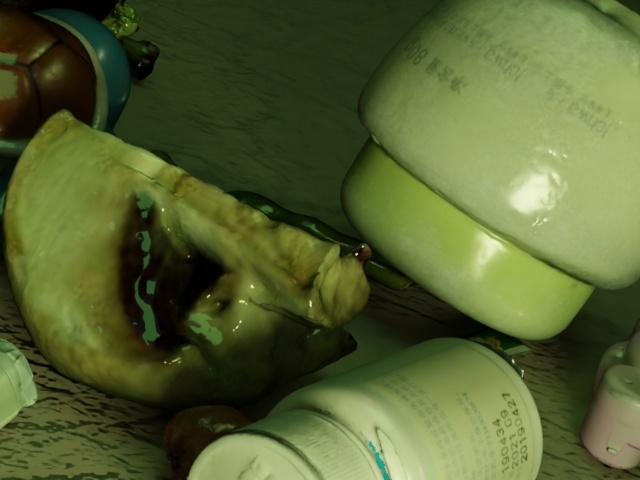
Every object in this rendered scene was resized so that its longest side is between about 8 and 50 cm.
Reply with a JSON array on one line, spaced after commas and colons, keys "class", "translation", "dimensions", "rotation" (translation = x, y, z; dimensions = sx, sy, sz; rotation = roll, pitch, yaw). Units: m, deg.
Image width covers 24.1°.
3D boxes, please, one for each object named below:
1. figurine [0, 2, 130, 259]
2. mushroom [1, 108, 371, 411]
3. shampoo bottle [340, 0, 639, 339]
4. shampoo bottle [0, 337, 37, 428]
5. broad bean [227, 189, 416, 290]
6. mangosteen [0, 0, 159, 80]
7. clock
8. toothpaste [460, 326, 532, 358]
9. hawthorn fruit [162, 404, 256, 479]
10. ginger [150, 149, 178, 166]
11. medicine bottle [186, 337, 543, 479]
[{"class": "figurine", "translation": [-0.308, -0.118, 1.331], "dimensions": [0.298, 0.243, 0.416], "rotation": [14, 0, 11]}, {"class": "mushroom", "translation": [-0.103, 0.054, 1.185], "dimensions": [0.292, 0.212, 0.217], "rotation": [16, -25, 21]}, {"class": "shampoo bottle", "translation": [0.196, -0.091, 1.436], "dimensions": [0.322, 0.317, 0.322], "rotation": [29, 12, -7]}, {"class": "shampoo bottle", "translation": [-0.262, 0.120, 0.978], "dimensions": [0.072, 0.049, 0.212], "rotation": [20, 21, 13]}, {"class": "broad bean", "translation": [0.000, 0.001, 1.484], "dimensions": [0.227, 0.039, 0.069], "rotation": [23, 4, 3]}, {"class": "mangosteen", "translation": [-0.295, -0.289, 1.718], "dimensions": [0.289, 0.231, 0.231], "rotation": [41, 16, -19]}, {"class": "clock", "translation": [0.359, 0.156, 1.356], "dimensions": [0.228, 0.090, 0.248], "rotation": [23, 21, 9]}, {"class": "toothpaste", "translation": [0.130, 0.106, 1.359], "dimensions": [0.049, 0.031, 0.204], "rotation": [32, 24, 26]}, {"class": "hawthorn fruit", "translation": [-0.060, 0.142, 1.061], "dimensions": [0.103, 0.066, 0.067], "rotation": [-16, 38, -30]}, {"class": "ginger", "translation": [-0.139, -0.046, 1.442], "dimensions": [0.069, 0.051, 0.173], "rotation": [51, 1, -41]}, {"class": "medicine bottle", "translation": [0.034, 0.156, 1.015], "dimensions": [0.143, 0.143, 0.258], "rotation": [32, 24, 28]}]
